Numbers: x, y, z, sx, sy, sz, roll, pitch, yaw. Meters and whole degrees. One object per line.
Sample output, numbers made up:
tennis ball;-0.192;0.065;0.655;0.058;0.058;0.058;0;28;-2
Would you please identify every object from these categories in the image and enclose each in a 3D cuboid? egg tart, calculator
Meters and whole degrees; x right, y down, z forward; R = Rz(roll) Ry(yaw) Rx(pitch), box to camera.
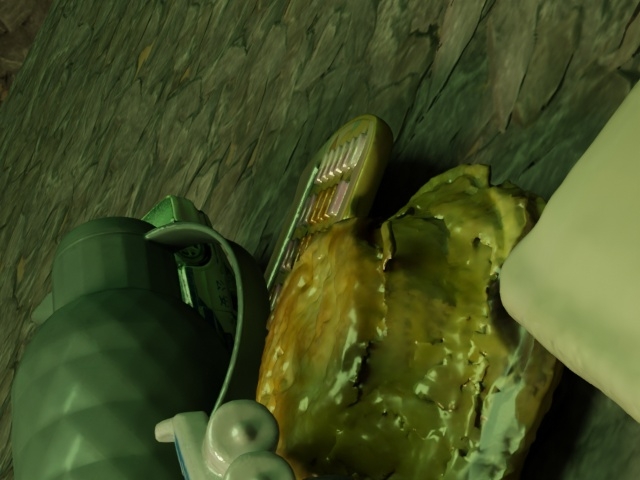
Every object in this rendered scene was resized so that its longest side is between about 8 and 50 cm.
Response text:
egg tart;0.035;0.065;0.883;0.241;0.106;0.241;-52;25;38
calculator;0.000;0.000;1.090;0.236;0.033;0.157;154;139;-80

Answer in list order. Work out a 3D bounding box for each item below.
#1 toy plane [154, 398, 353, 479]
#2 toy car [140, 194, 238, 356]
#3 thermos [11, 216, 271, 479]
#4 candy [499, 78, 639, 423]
toy plane;-0.024;0.202;0.794;0.267;0.123;0.266;168;90;-74
toy car;-0.091;0.079;1.216;0.090;0.076;0.224;-41;49;36
thermos;-0.104;0.106;1.049;0.182;0.145;0.286;-31;48;26
candy;0.201;0.043;0.344;0.145;0.208;0.359;-58;19;3
